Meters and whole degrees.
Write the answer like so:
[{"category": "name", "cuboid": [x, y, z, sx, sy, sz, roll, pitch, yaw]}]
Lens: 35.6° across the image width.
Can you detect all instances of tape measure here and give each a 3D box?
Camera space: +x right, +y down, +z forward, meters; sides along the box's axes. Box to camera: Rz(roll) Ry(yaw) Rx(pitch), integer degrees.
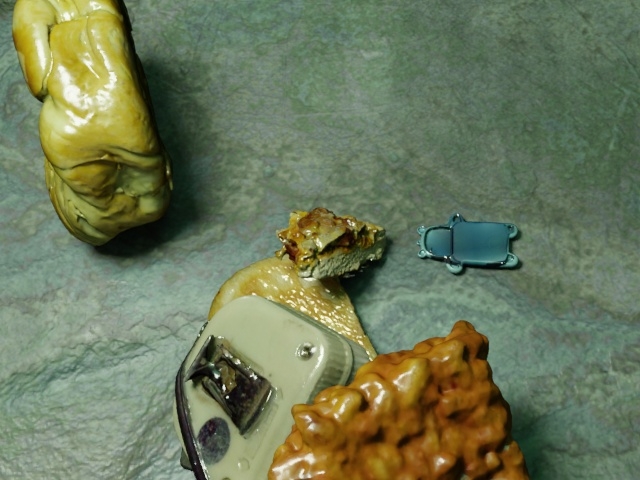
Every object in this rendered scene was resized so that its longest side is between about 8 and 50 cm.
[{"category": "tape measure", "cuboid": [-0.090, 0.205, 1.191, 0.231, 0.133, 0.271, 24, 90, 44]}]

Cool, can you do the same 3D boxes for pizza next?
[{"category": "pizza", "cuboid": [-0.017, 0.114, 1.328, 0.262, 0.034, 0.181, 38, 69, 24]}, {"category": "pizza", "cuboid": [0.001, -0.001, 1.323, 0.154, 0.194, 0.069, 14, 107, 9]}]

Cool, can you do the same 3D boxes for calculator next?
[{"category": "calculator", "cuboid": [0.204, 0.005, 1.389, 0.141, 0.019, 0.094, 3, 60, 6]}]

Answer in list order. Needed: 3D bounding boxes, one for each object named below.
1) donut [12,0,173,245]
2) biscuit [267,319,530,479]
[{"category": "donut", "cuboid": [-0.306, -0.175, 1.345, 0.170, 0.360, 0.360, -15, 61, -6]}, {"category": "biscuit", "cuboid": [0.102, 0.282, 1.106, 0.318, 0.110, 0.312, -23, 99, -23]}]
